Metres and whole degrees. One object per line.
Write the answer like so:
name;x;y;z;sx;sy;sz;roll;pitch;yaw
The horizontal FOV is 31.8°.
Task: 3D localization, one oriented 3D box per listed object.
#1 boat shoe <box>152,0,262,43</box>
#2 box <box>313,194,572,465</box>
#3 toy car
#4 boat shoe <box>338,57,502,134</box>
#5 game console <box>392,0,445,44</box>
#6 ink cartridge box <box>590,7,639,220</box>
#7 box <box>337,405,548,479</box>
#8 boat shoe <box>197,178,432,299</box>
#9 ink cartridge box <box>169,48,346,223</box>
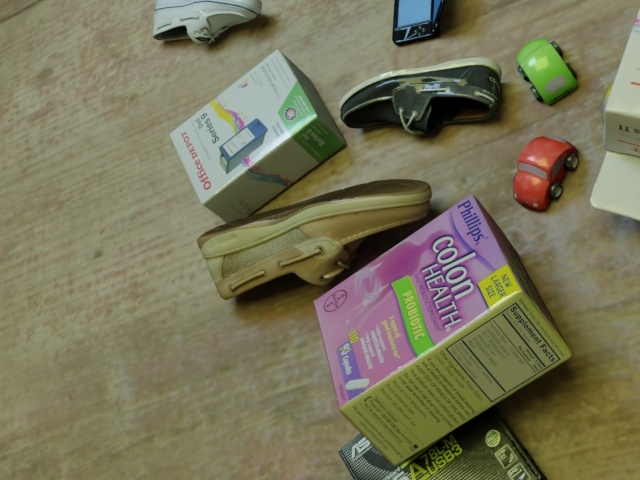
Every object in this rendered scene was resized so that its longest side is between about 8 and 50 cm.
boat shoe;-0.183;-0.351;1.802;0.226;0.083;0.075;7;82;45
box;0.132;0.100;1.308;0.243;0.117;0.213;-34;30;12
toy car;0.308;-0.181;1.426;0.239;0.053;0.225;-34;54;12
boat shoe;0.129;-0.183;1.517;0.233;0.084;0.079;-8;62;24
game console;0.142;-0.355;1.602;0.107;0.071;0.122;-8;63;28
ink cartridge box;0.450;-0.187;1.272;0.207;0.119;0.353;17;76;18
box;0.140;0.264;1.313;0.191;0.045;0.184;-39;54;8
boat shoe;0.000;0.000;1.500;0.341;0.122;0.110;-14;97;28
ink cartridge box;-0.094;-0.147;1.629;0.212;0.093;0.154;-36;54;13
